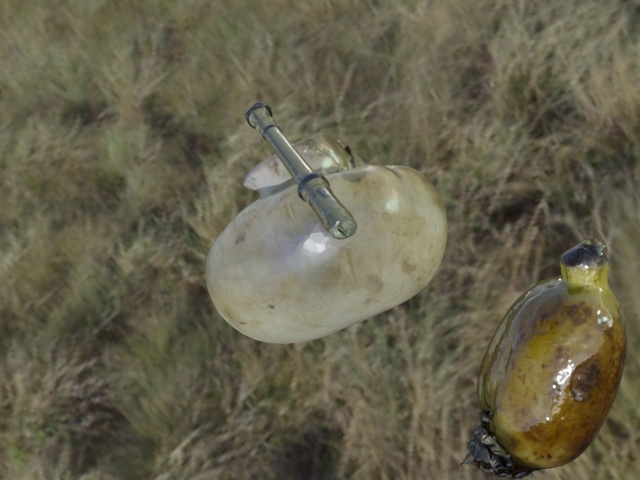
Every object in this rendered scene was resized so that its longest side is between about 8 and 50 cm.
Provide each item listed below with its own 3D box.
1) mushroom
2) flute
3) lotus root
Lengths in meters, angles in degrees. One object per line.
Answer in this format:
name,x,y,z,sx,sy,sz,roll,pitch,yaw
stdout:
mushroom,0.000,0.000,1.030,0.254,0.184,0.255,-33,3,2
flute,-0.018,-0.059,0.862,0.027,0.027,0.233,-36,33,0
lotus root,0.267,0.145,1.233,0.169,0.141,0.314,-110,38,-67
